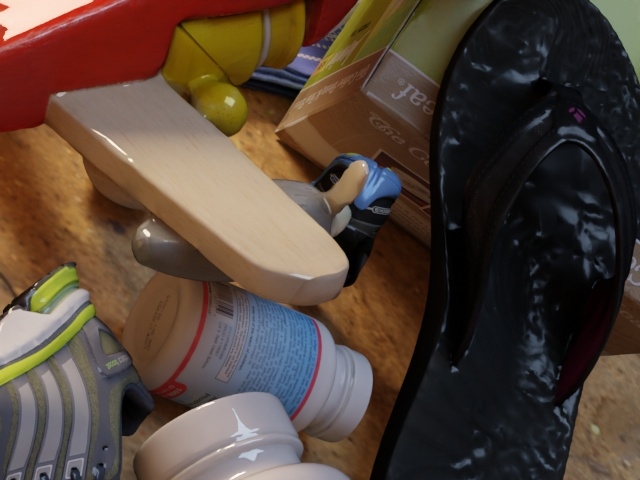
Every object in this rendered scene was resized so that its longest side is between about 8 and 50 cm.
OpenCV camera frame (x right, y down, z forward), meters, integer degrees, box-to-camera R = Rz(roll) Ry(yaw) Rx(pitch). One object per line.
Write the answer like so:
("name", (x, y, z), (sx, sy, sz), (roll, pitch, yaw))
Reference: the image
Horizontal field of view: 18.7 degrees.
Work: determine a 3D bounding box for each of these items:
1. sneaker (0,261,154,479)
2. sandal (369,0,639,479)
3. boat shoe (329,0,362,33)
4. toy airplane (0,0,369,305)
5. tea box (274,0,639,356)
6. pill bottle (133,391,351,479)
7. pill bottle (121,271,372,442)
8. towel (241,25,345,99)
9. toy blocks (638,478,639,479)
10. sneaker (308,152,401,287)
("sneaker", (-0.179, 0.125, 1.112), (0.121, 0.111, 0.300), (45, 36, -7))
("sandal", (0.150, 0.031, 1.342), (0.168, 0.107, 0.445), (15, 79, -19))
("boat shoe", (0.015, -0.274, 1.702), (0.079, 0.084, 0.233), (37, 35, -16))
("toy airplane", (-0.146, -0.110, 1.296), (0.384, 0.272, 0.386), (3, 50, 6))
("tea box", (0.202, -0.128, 1.546), (0.329, 0.220, 0.323), (38, 74, -12))
("pill bottle", (-0.019, 0.218, 1.151), (0.136, 0.136, 0.245), (1, 54, -46))
("pill bottle", (-0.047, 0.081, 1.309), (0.160, 0.087, 0.087), (24, 39, -28))
("towel", (-0.082, -0.256, 1.670), (0.243, 0.040, 0.336), (12, 46, -40))
("toy blocks", (0.312, 0.313, 1.367), (0.289, 0.260, 0.309), (30, 51, 31))
("sneaker", (0.000, 0.000, 1.382), (0.067, 0.188, 0.078), (31, 66, -4))
